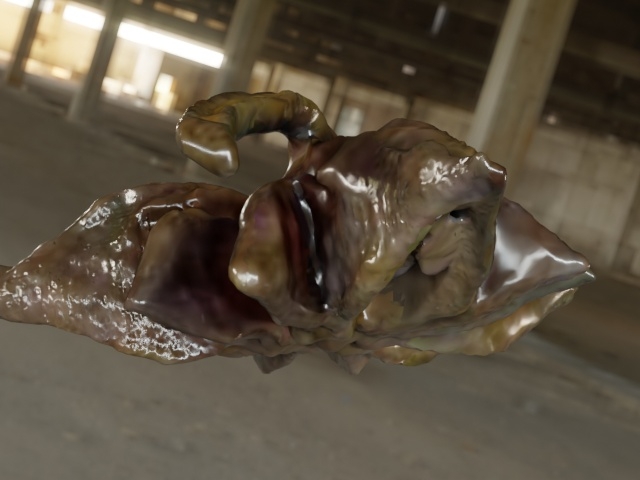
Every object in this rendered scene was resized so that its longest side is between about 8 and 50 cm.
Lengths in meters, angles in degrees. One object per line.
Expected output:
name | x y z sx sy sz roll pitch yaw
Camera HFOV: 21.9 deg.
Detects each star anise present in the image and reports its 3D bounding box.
star anise | -0.001 0.002 0.766 0.292 0.109 0.349 -25 -22 38
